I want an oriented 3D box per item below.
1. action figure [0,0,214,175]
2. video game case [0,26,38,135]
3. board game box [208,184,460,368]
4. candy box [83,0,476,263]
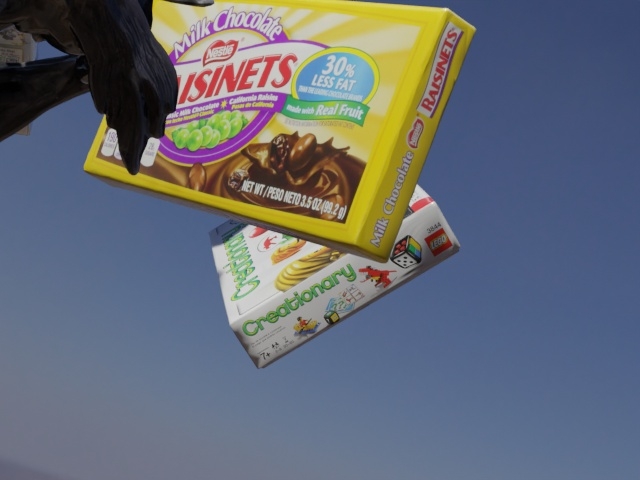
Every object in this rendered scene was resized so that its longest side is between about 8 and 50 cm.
[{"bbox_3d":[-0.135,-0.101,0.464,0.141,0.164,0.276,-22,20,-20],"label":"action figure"},{"bbox_3d":[-0.392,-0.202,1.197,0.270,0.061,0.244,7,-29,-10],"label":"video game case"},{"bbox_3d":[0.000,0.000,1.194,0.053,0.193,0.305,59,0,-16],"label":"board game box"},{"bbox_3d":[-0.028,-0.060,0.597,0.206,0.105,0.027,15,-10,47],"label":"candy box"}]
